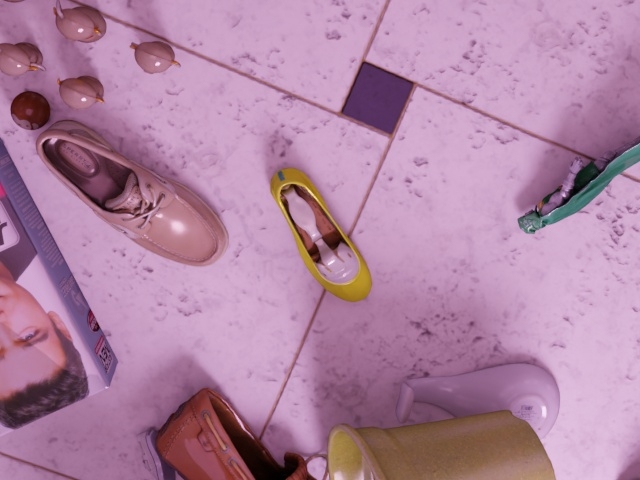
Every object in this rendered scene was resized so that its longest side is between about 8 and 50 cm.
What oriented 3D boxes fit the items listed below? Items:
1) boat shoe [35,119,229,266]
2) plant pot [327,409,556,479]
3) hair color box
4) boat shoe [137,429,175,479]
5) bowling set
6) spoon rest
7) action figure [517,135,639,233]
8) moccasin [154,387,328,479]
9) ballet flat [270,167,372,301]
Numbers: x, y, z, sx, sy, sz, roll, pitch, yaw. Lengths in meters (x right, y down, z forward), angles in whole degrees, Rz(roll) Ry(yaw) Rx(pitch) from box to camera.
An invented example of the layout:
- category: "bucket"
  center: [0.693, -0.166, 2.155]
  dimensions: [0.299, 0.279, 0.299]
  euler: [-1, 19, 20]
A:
- category: "boat shoe"
  center: [-0.262, -0.057, 1.433]
  dimensions: [0.302, 0.098, 0.109]
  euler: [37, 97, -10]
- category: "plant pot"
  center: [0.176, 0.353, 1.417]
  dimensions: [0.254, 0.276, 0.276]
  euler: [-13, 103, -16]
- category: "hair color box"
  center: [-0.453, 0.066, 1.437]
  dimensions: [0.185, 0.113, 0.374]
  euler: [-25, 103, 1]
- category: "boat shoe"
  center: [-0.249, 0.332, 1.551]
  dimensions: [0.035, 0.035, 0.100]
  euler: [-12, 108, 26]
- category: "bowling set"
  center: [-0.344, -0.226, 1.363]
  dimensions: [0.287, 0.154, 0.199]
  euler: [23, 99, -8]
- category: "spoon rest"
  center: [0.237, 0.243, 1.555]
  dimensions: [0.276, 0.084, 0.137]
  euler: [9, 102, -20]
- category: "action figure"
  center: [0.381, -0.086, 1.480]
  dimensions: [0.232, 0.137, 0.063]
  euler: [-39, 79, 12]
- category: "moccasin"
  center: [-0.064, 0.368, 1.527]
  dimensions: [0.147, 0.139, 0.380]
  euler: [-43, 92, 14]
- category: "ballet flat"
  center: [0.000, 0.000, 1.476]
  dimensions: [0.077, 0.077, 0.231]
  euler: [-32, 102, 2]
